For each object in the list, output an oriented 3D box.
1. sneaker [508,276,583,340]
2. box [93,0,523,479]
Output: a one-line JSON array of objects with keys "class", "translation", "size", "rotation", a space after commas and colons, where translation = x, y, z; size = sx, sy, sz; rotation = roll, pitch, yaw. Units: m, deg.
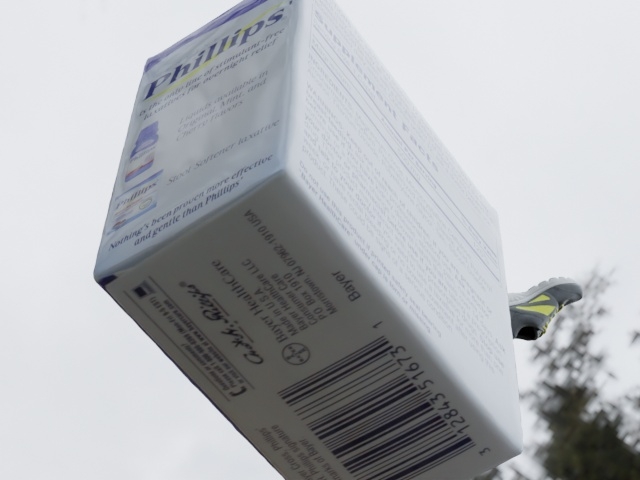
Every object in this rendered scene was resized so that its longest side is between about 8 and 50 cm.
[{"class": "sneaker", "translation": [0.149, 0.052, 1.089], "size": [0.035, 0.083, 0.031], "rotation": [63, -24, 24]}, {"class": "box", "translation": [0.000, 0.000, 0.515], "size": [0.072, 0.137, 0.126], "rotation": [-29, -62, 21]}]
